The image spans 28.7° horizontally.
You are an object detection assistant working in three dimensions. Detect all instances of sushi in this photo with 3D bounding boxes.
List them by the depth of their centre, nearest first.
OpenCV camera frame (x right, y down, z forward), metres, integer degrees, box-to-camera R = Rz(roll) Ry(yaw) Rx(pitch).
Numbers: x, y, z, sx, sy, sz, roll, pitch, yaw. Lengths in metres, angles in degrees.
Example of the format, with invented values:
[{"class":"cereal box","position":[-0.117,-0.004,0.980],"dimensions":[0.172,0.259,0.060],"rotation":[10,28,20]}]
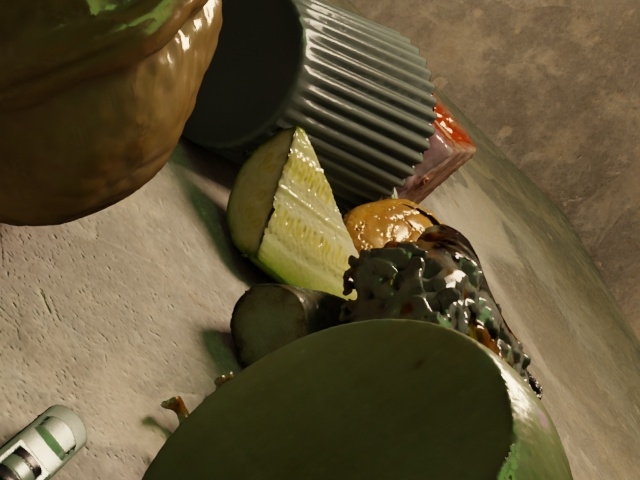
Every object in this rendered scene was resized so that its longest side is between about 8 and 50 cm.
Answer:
[{"class":"sushi","position":[0.131,0.185,1.424],"dimensions":[0.417,0.176,0.417],"rotation":[-13,90,-70]}]

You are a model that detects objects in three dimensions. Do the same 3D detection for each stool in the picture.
[{"class":"stool","position":[-0.036,-0.217,1.810],"dimensions":[0.330,0.297,0.297],"rotation":[17,37,-55]}]

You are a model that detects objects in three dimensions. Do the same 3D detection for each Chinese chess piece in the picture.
[{"class":"Chinese chess piece","position":[0.019,0.218,0.932],"dimensions":[0.146,0.349,0.349],"rotation":[58,11,-31]}]

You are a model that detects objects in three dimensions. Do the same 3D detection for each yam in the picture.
[{"class":"yam","position":[-0.018,0.109,1.468],"dimensions":[0.107,0.107,0.194],"rotation":[57,18,19]}]

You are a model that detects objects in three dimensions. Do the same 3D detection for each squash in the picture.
[{"class":"squash","position":[0.000,0.000,1.697],"dimensions":[0.288,0.111,0.203],"rotation":[30,69,-39]}]

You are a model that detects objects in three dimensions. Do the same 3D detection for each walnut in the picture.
[{"class":"walnut","position":[-0.259,-0.199,1.128],"dimensions":[0.381,0.381,0.381],"rotation":[45,18,-19]}]

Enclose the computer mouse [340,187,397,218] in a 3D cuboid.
[{"class":"computer mouse","position":[0.067,-0.049,1.963],"dimensions":[0.056,0.182,0.089],"rotation":[-28,69,-37]}]

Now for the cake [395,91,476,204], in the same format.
[{"class":"cake","position":[0.084,-0.193,2.138],"dimensions":[0.309,0.230,0.237],"rotation":[54,16,11]}]

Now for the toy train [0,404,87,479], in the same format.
[{"class":"toy train","position":[-0.223,0.169,0.926],"dimensions":[0.043,0.047,0.207],"rotation":[52,18,-3]}]

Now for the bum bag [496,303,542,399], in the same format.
[{"class":"bum bag","position":[0.282,0.195,2.051],"dimensions":[0.060,0.123,0.248],"rotation":[-2,47,-27]}]

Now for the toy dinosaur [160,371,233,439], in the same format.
[{"class":"toy dinosaur","position":[-0.086,0.202,1.196],"dimensions":[0.142,0.057,0.212],"rotation":[65,20,5]}]

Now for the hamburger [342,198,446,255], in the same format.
[{"class":"hamburger","position":[0.109,0.034,1.845],"dimensions":[0.214,0.108,0.214],"rotation":[14,50,-17]}]
